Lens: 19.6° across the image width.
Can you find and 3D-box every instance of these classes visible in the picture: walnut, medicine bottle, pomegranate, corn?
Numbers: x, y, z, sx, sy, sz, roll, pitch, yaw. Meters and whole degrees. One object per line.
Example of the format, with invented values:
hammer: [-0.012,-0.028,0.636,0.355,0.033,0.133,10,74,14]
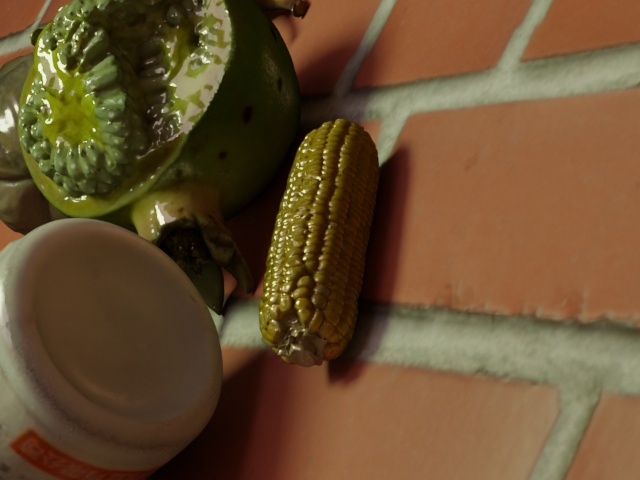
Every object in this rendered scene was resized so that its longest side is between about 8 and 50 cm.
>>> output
walnut: [-0.285,-0.107,2.015,0.224,0.224,0.224,-45,26,29]
medicine bottle: [-0.264,0.155,1.535,0.371,0.211,0.211,-38,30,39]
pomegranate: [-0.139,-0.092,1.668,0.260,0.260,0.340,-35,61,44]
corn: [0.000,0.000,1.438,0.080,0.080,0.238,-39,30,39]

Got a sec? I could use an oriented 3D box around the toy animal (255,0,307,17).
toy animal: [-0.105,-0.244,1.936,0.275,0.054,0.149,-10,44,39]
